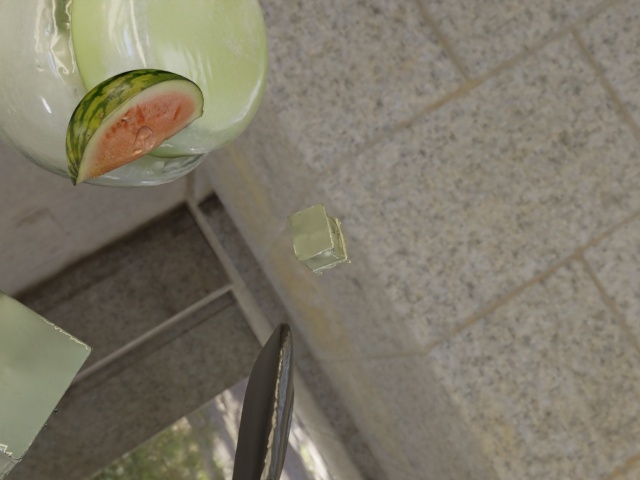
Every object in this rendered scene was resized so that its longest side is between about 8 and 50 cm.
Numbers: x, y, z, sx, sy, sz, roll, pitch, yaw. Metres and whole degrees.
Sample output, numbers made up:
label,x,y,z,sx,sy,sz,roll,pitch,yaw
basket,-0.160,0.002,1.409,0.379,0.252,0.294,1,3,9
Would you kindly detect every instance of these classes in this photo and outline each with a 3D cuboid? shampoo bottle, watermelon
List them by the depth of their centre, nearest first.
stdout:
label,x,y,z,sx,sy,sz,roll,pitch,yaw
watermelon,-0.196,-0.135,0.931,0.163,0.069,0.087,-34,153,-30
shampoo bottle,-0.249,-0.222,1.128,0.317,0.322,0.322,-6,-167,34

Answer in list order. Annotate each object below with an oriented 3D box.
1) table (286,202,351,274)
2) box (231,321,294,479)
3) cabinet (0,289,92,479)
label,x,y,z,sx,sy,sz,roll,pitch,yaw
table,0.000,0.000,1.417,0.062,0.079,0.083,-21,154,15
box,-0.058,0.190,0.943,0.042,0.201,0.212,12,155,-7
cabinet,-0.373,0.172,1.030,0.206,0.150,0.145,-43,-164,52
